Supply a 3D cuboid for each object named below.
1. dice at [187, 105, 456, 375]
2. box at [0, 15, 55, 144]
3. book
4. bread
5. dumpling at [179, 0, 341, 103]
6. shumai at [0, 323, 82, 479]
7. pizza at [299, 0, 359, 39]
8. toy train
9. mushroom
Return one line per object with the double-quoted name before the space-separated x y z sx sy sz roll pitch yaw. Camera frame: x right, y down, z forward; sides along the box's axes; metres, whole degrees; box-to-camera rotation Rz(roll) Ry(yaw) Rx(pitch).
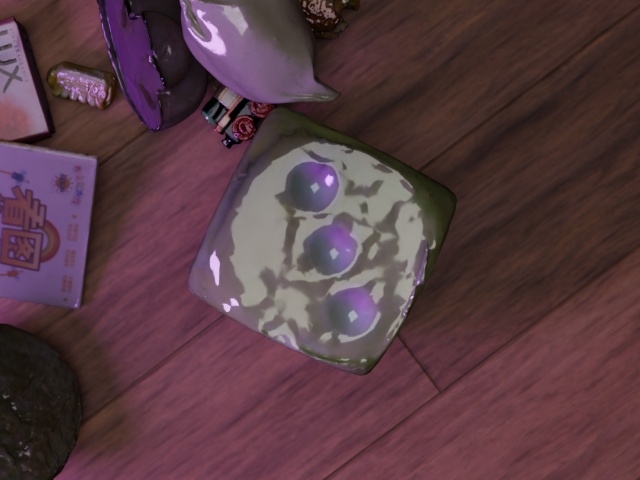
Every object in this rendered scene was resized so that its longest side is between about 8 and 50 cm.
"dice" 0.000 0.000 1.499 0.250 0.254 0.252 26 94 -1
"box" -0.400 -0.186 1.564 0.111 0.060 0.156 -18 95 -3
"book" -0.431 -0.031 1.561 0.296 0.020 0.207 9 112 -4
"bread" -0.298 -0.195 1.581 0.088 0.033 0.049 12 107 1
"dumpling" -0.079 -0.244 1.471 0.250 0.162 0.132 37 112 -25
"shumai" -0.446 0.216 1.565 0.272 0.204 0.222 26 62 -29
"pizza" -0.030 -0.359 1.567 0.147 0.069 0.226 -5 102 6
"toy train" -0.091 -0.184 1.584 0.087 0.050 0.138 39 92 0
"mushroom" -0.195 -0.235 1.537 0.117 0.141 0.188 -30 107 -36
